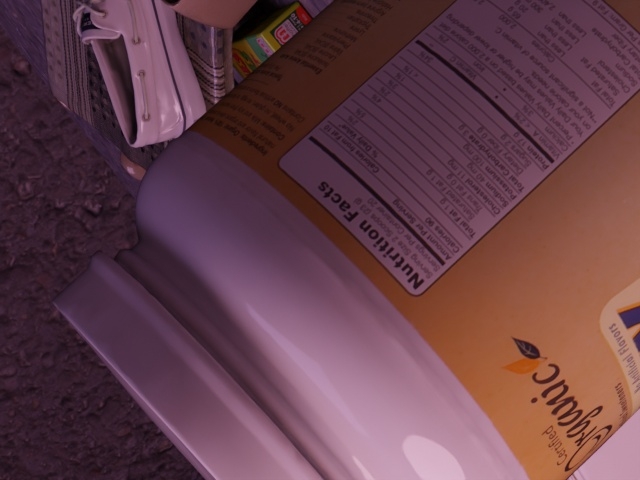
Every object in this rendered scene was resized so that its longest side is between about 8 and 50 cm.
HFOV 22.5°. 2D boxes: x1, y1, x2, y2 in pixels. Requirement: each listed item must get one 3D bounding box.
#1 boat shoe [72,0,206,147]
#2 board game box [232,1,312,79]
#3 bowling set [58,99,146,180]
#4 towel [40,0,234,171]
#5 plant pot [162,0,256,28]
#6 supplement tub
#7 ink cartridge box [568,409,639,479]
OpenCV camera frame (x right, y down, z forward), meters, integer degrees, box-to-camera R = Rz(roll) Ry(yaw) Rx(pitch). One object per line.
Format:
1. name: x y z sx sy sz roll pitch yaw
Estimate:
1. boat shoe: -0.169 -0.188 1.362 0.083 0.076 0.226 -15 100 59
2. board game box: -0.028 -0.151 1.396 0.092 0.043 0.181 49 171 -12
3. bowling set: -0.144 -0.132 1.826 0.287 0.154 0.200 46 -170 2
4. towel: -0.166 -0.205 1.477 0.312 0.056 0.324 39 142 35
5. plant pot: -0.087 -0.222 1.205 0.109 0.109 0.096 43 -178 28
6. supplement tub: 0.062 -0.006 0.717 0.228 0.316 0.228 46 171 9
7. ink cartridge box: 0.156 0.054 0.993 0.237 0.172 0.100 35 165 53
